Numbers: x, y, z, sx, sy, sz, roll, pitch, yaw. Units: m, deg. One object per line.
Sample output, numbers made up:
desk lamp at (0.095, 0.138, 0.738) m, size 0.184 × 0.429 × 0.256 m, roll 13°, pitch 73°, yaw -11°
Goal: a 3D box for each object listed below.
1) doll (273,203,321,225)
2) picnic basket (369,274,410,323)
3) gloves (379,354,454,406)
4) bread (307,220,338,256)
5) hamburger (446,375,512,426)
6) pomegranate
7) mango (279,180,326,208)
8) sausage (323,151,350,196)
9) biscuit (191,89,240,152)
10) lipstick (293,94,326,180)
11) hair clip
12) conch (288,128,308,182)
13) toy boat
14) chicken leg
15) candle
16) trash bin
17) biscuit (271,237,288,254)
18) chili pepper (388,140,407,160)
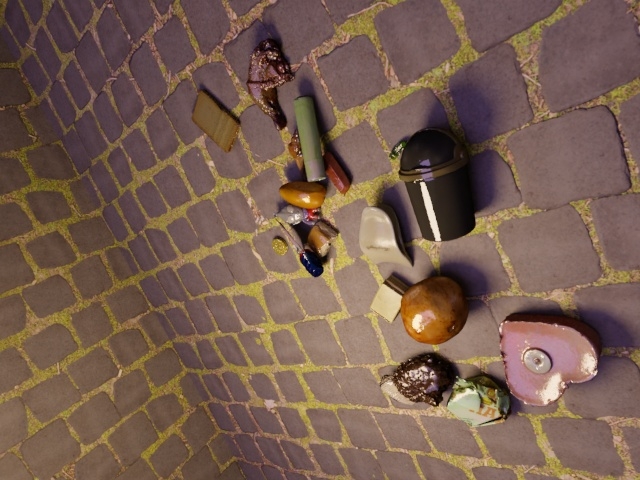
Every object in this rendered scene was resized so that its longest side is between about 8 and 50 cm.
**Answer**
doll at (-0.101, -0.111, 1.800) m, size 0.227 × 0.075 × 0.102 m, roll 2°, pitch 93°, yaw 25°
picnic basket at (0.276, 0.229, 1.687) m, size 0.115 × 0.079 × 0.164 m, roll 36°, pitch 130°, yaw 18°
gloves at (0.396, 0.577, 1.743) m, size 0.210 × 0.135 × 0.312 m, roll 50°, pitch 130°, yaw 14°
bread at (0.001, -0.001, 1.772) m, size 0.106 × 0.082 × 0.125 m, roll 35°, pitch 133°, yaw 9°
hamburger at (0.583, 0.586, 1.616) m, size 0.235 × 0.125 × 0.214 m, roll 46°, pitch 126°, yaw 4°
pomegranate at (0.396, 0.241, 1.507) m, size 0.248 × 0.248 × 0.248 m, roll 17°, pitch 123°, yaw 29°
mango at (-0.076, -0.179, 1.697) m, size 0.217 × 0.141 × 0.102 m, roll 15°, pitch 116°, yaw 34°
sausage at (0.059, -0.246, 1.611) m, size 0.065 × 0.065 × 0.169 m, roll -34°, pitch 91°, yaw 43°
biscuit at (-0.456, -0.519, 1.882) m, size 0.254 × 0.029 × 0.172 m, roll 44°, pitch 131°, yaw 10°
lipstick at (-0.039, -0.370, 1.564) m, size 0.076 × 0.076 × 0.304 m, roll -10°, pitch 91°, yaw 40°
hair clip at (0.228, -0.010, 1.575) m, size 0.172 × 0.113 × 0.282 m, roll 6°, pitch 117°, yaw 35°
conch at (-0.066, -0.325, 1.663) m, size 0.086 × 0.080 × 0.233 m, roll 17°, pitch 148°, yaw 44°
toy boat at (-0.089, 0.021, 1.794) m, size 0.318 × 0.072 × 0.219 m, roll 54°, pitch 177°, yaw -4°
chicken leg at (-0.187, -0.581, 1.617) m, size 0.177 × 0.083 × 0.323 m, roll 21°, pitch 123°, yaw 10°
candle at (0.711, 0.359, 1.401) m, size 0.287 × 0.131 × 0.317 m, roll 41°, pitch 122°, yaw 22°
trash bin at (0.356, -0.180, 1.323) m, size 0.214 × 0.214 × 0.334 m, roll 0°, pitch 117°, yaw 37°
biscuit at (-0.186, 0.027, 1.969) m, size 0.084 × 0.023 × 0.084 m, roll 18°, pitch 125°, yaw 29°
chili pepper at (0.264, -0.306, 1.453) m, size 0.030 × 0.034 × 0.091 m, roll 28°, pitch 135°, yaw -21°
